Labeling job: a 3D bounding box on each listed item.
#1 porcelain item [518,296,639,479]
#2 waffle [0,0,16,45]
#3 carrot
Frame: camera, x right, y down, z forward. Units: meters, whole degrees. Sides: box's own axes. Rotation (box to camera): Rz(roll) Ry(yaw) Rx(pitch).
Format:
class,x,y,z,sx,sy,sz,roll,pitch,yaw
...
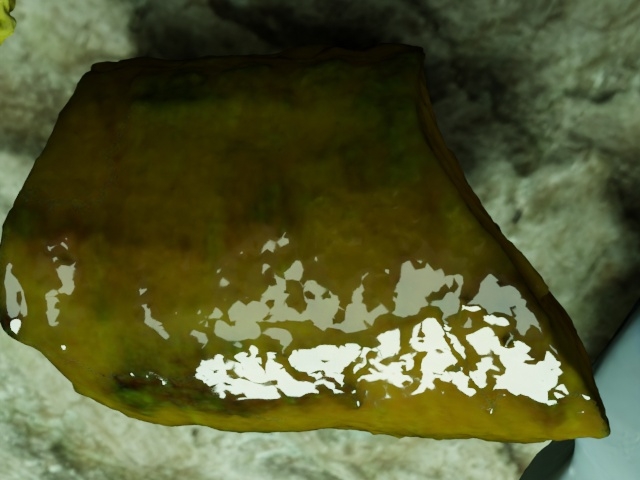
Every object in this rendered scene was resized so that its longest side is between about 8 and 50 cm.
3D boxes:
class,x,y,z,sx,sy,sz,roll,pitch,yaw
porcelain item,0.287,0.070,0.992,0.178,0.242,0.405,39,121,8
waffle,-0.295,-0.181,0.969,0.238,0.059,0.243,24,125,-12
carrot,0.000,0.000,0.962,0.340,0.241,0.241,0,125,7
